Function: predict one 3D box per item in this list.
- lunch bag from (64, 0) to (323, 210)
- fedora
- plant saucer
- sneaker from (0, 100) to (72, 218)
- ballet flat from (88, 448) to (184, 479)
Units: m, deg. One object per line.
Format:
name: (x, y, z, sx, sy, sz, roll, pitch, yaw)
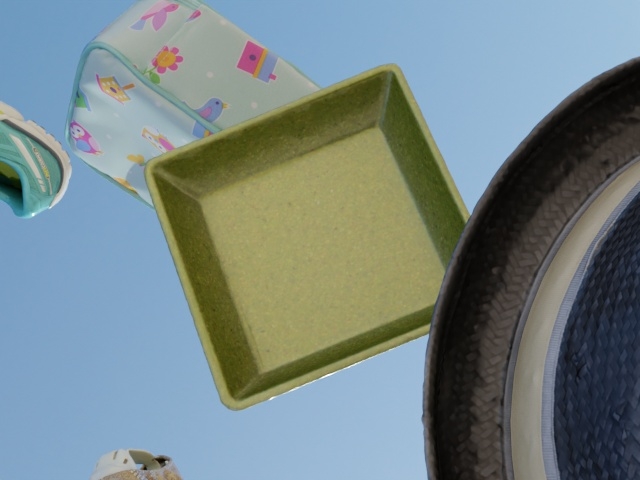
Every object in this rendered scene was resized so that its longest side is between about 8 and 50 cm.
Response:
lunch bag: (-0.088, -0.082, 0.975, 0.279, 0.224, 0.108, 36, -116, -1)
fedora: (0.203, 0.054, 0.423, 0.334, 0.152, 0.333, 3, -105, -12)
plant saucer: (0.000, 0.000, 0.734, 0.045, 0.188, 0.188, 68, 180, -67)
sneaker: (-0.415, -0.124, 1.268, 0.275, 0.107, 0.110, 31, -141, -8)
ballet flat: (-0.192, 0.240, 1.098, 0.206, 0.073, 0.067, 47, -161, -75)
